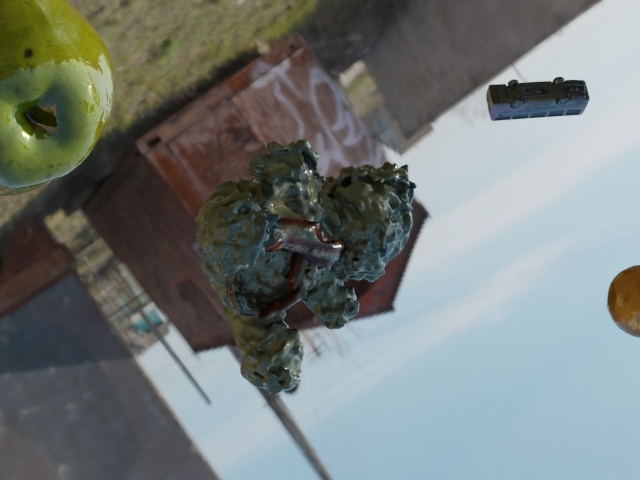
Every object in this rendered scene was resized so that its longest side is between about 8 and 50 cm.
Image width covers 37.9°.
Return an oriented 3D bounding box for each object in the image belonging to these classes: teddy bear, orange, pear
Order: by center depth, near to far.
[{"bbox_3d":[-0.275,-0.135,0.805,0.198,0.198,0.198,-35,-176,3],"label":"pear"},{"bbox_3d":[0.357,0.068,1.026,0.083,0.083,0.070,-37,177,-21],"label":"orange"},{"bbox_3d":[0.000,0.000,1.374,0.367,0.357,0.224,-24,-141,-16],"label":"teddy bear"}]

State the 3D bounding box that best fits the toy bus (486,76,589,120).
[{"bbox_3d":[0.281,-0.183,1.215,0.130,0.037,0.052,-5,154,-3],"label":"toy bus"}]
